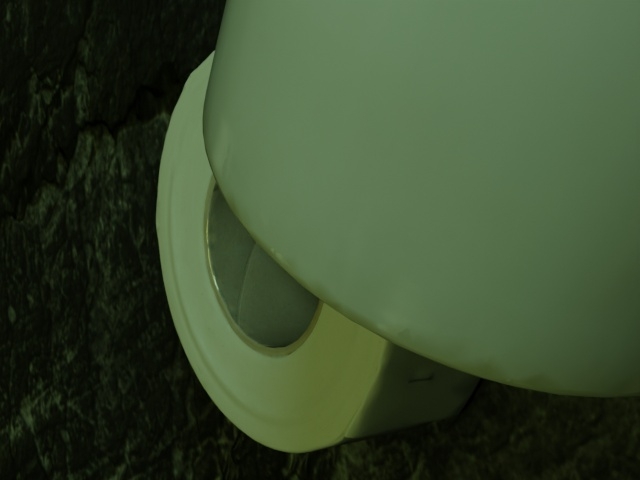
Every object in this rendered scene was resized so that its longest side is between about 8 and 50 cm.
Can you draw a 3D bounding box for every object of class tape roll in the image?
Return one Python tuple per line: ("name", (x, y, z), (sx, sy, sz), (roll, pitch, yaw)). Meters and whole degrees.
("tape roll", (0.000, 0.000, 1.103), (0.286, 0.100, 0.286), (13, 106, 52))

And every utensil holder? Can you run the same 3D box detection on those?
("utensil holder", (0.137, -0.170, 0.692), (0.327, 0.328, 0.385), (50, 135, 37))
